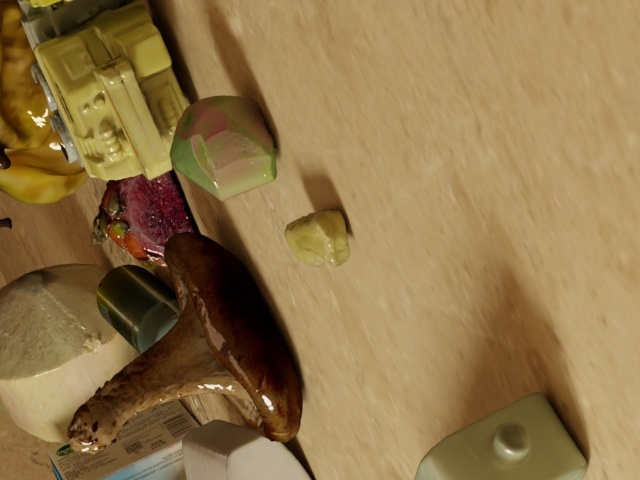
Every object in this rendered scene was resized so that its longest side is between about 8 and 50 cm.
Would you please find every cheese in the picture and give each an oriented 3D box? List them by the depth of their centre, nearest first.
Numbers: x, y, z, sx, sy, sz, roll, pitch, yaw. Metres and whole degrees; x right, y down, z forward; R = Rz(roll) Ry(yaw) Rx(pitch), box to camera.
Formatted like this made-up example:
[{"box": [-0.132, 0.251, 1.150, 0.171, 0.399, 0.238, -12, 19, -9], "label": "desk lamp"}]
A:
[{"box": [0.000, 0.000, 1.272, 0.083, 0.030, 0.044, -20, 88, 70], "label": "cheese"}]

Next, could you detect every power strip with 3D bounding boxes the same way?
[{"box": [0.099, 0.201, 1.121, 0.062, 0.091, 0.385, 58, 163, 23], "label": "power strip"}]

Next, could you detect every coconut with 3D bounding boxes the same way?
[{"box": [-0.078, -0.074, 1.340, 0.083, 0.081, 0.082, 74, 179, -60], "label": "coconut"}, {"box": [-0.371, 0.145, 2.418, 0.239, 0.239, 0.244, 51, 165, 45], "label": "coconut"}]

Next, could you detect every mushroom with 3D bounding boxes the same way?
[{"box": [-0.148, 0.115, 1.599, 0.227, 0.217, 0.148, 59, 165, 25], "label": "mushroom"}]

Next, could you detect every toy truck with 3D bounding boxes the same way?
[{"box": [-0.192, -0.179, 1.484, 0.157, 0.124, 0.272, 34, 146, 64], "label": "toy truck"}]

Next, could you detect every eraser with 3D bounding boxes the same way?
[{"box": [-0.070, 0.285, 1.839, 0.174, 0.094, 0.270, 67, 165, -3], "label": "eraser"}]

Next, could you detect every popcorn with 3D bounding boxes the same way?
[{"box": [-0.337, -0.172, 1.826, 0.297, 0.281, 0.316, 34, 152, -33], "label": "popcorn"}]

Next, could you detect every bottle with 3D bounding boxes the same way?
[{"box": [-0.191, 0.093, 1.987, 0.286, 0.082, 0.082, 29, 141, 67], "label": "bottle"}]

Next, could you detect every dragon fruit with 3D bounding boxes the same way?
[{"box": [-0.186, -0.018, 1.772, 0.147, 0.096, 0.102, 67, 162, -9], "label": "dragon fruit"}]

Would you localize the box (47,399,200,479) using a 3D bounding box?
[{"box": [-0.253, 0.297, 2.302, 0.139, 0.194, 0.073, 36, 147, 63], "label": "box"}]
